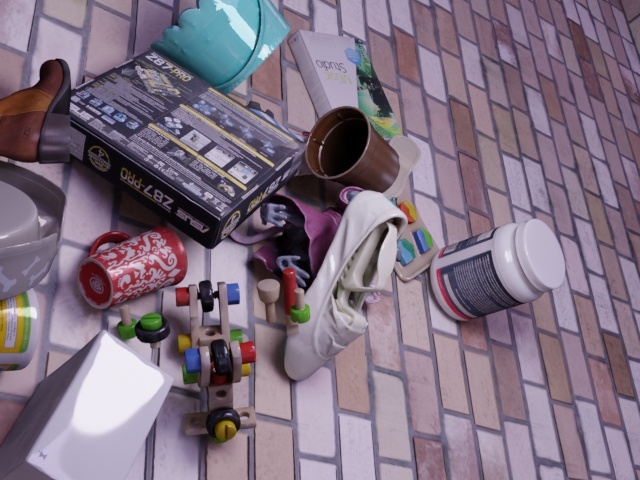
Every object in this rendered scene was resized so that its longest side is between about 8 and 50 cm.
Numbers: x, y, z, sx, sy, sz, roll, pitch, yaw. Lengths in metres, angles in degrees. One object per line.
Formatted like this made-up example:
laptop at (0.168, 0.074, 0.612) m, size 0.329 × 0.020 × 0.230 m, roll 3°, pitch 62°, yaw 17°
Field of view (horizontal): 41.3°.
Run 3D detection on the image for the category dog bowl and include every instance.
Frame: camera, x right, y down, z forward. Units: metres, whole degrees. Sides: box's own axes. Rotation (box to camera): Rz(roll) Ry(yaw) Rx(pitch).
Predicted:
dog bowl at (-0.544, -0.022, 1.232) m, size 0.348 × 0.102 × 0.349 m, roll 12°, pitch 23°, yaw -5°

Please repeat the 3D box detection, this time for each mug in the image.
mug at (-0.343, 0.050, 1.486) m, size 0.169 × 0.150 × 0.113 m, roll -26°, pitch 113°, yaw -52°

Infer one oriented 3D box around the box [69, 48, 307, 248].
box at (-0.269, -0.190, 1.621) m, size 0.394 × 0.097 × 0.318 m, roll 32°, pitch 43°, yaw 9°

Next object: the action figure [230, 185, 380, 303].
action figure at (0.000, 0.000, 1.816) m, size 0.275 × 0.248 × 0.370 m, roll 19°, pitch 18°, yaw 25°

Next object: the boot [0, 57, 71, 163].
boot at (-0.558, -0.223, 1.403) m, size 0.280 × 0.096 × 0.264 m, roll 2°, pitch 51°, yaw -17°

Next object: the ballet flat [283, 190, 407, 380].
ballet flat at (0.051, 0.099, 1.621) m, size 0.139 × 0.139 × 0.401 m, roll 23°, pitch 91°, yaw -29°

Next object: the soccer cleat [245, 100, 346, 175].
soccer cleat at (-0.074, -0.181, 1.876) m, size 0.331 × 0.116 × 0.143 m, roll 22°, pitch 62°, yaw -35°

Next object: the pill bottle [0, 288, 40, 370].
pill bottle at (-0.547, 0.120, 1.225) m, size 0.245 × 0.136 × 0.136 m, roll 7°, pitch 59°, yaw -39°

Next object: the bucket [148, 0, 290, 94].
bucket at (-0.210, -0.440, 1.815) m, size 0.183 × 0.281 × 0.281 m, roll 44°, pitch 42°, yaw -17°

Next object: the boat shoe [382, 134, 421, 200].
boat shoe at (0.143, -0.145, 2.049) m, size 0.116 × 0.097 × 0.324 m, roll 38°, pitch 41°, yaw 1°

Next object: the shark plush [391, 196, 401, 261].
shark plush at (0.157, -0.015, 1.941) m, size 0.067 × 0.161 × 0.073 m, roll 5°, pitch 24°, yaw -42°

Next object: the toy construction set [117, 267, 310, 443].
toy construction set at (-0.152, 0.208, 1.495) m, size 0.308 × 0.257 × 0.237 m, roll -23°, pitch 124°, yaw -32°

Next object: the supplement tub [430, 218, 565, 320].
supplement tub at (0.414, 0.070, 2.006) m, size 0.191 × 0.272 × 0.191 m, roll 22°, pitch 58°, yaw -39°

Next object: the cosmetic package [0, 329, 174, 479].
cosmetic package at (-0.355, 0.285, 1.221) m, size 0.138 × 0.224 × 0.224 m, roll 38°, pitch 45°, yaw -16°

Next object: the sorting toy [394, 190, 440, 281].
sorting toy at (0.204, -0.021, 2.070) m, size 0.193 × 0.038 × 0.208 m, roll -29°, pitch 84°, yaw -48°

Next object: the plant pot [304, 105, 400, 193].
plant pot at (0.079, -0.180, 1.842) m, size 0.165 × 0.166 × 0.167 m, roll 30°, pitch 44°, yaw -49°

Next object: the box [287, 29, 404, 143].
box at (0.068, -0.384, 2.177) m, size 0.232 × 0.058 × 0.322 m, roll -5°, pitch 68°, yaw -43°
